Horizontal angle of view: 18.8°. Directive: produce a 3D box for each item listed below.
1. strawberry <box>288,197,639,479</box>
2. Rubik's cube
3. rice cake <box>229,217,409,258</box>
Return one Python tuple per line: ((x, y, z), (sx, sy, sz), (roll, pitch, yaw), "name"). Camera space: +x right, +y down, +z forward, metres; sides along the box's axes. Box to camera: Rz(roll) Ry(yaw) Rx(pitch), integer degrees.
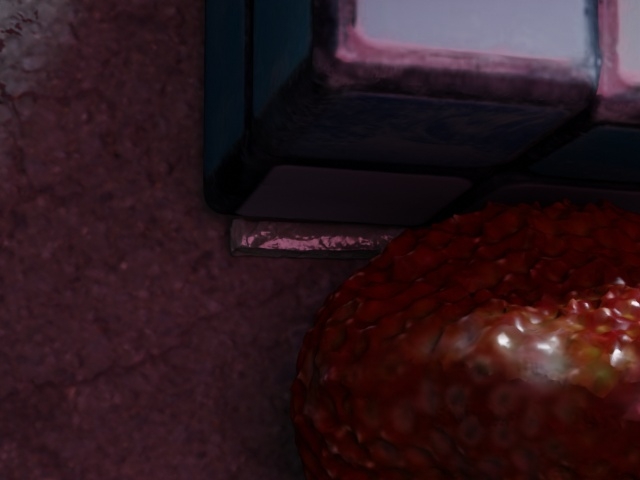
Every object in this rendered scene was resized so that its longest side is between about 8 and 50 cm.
((0.145, 0.105, 1.104), (0.312, 0.351, 0.267), (1, 87, -18), "strawberry")
((0.107, -0.184, 1.165), (0.313, 0.318, 0.316), (3, 76, -14), "Rubik's cube")
((0.000, 0.000, 1.260), (0.121, 0.021, 0.022), (2, 68, -12), "rice cake")
